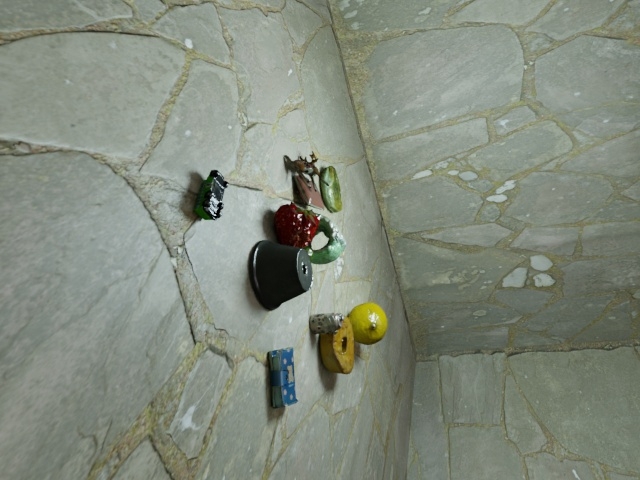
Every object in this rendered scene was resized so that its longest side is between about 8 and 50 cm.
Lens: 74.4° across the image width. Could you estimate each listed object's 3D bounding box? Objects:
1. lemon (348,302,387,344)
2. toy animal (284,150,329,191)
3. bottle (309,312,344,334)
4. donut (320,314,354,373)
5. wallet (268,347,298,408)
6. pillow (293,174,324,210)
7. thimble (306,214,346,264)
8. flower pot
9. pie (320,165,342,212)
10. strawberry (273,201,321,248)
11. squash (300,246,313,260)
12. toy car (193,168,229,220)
[{"bbox_3d":[0.268,0.466,2.393,0.253,0.228,0.228,-56,133,-63],"label":"lemon"},{"bbox_3d":[-0.057,-0.348,1.999,0.243,0.087,0.260,20,36,-56],"label":"toy animal"},{"bbox_3d":[0.035,0.373,1.903,0.099,0.152,0.098,-8,90,-70],"label":"bottle"},{"bbox_3d":[0.079,0.502,2.025,0.277,0.109,0.277,-9,90,-70],"label":"donut"},{"bbox_3d":[-0.133,0.496,1.530,0.141,0.059,0.202,22,61,-64],"label":"wallet"},{"bbox_3d":[-0.055,-0.224,2.029,0.179,0.075,0.171,11,53,-62],"label":"pillow"},{"bbox_3d":[0.000,0.000,1.886,0.150,0.219,0.219,41,44,-61],"label":"thimble"},{"bbox_3d":[-0.129,0.116,1.569,0.269,0.166,0.269,-12,90,-69],"label":"flower pot"},{"bbox_3d":[0.074,-0.287,2.423,0.277,0.079,0.277,-8,90,-69],"label":"pie"},{"bbox_3d":[-0.104,-0.050,1.726,0.187,0.184,0.201,-3,113,-74],"label":"strawberry"},{"bbox_3d":[-0.083,0.082,1.732,0.068,0.077,0.219,62,-21,11],"label":"squash"},{"bbox_3d":[-0.331,-0.139,1.282,0.071,0.063,0.165,56,31,-50],"label":"toy car"}]
